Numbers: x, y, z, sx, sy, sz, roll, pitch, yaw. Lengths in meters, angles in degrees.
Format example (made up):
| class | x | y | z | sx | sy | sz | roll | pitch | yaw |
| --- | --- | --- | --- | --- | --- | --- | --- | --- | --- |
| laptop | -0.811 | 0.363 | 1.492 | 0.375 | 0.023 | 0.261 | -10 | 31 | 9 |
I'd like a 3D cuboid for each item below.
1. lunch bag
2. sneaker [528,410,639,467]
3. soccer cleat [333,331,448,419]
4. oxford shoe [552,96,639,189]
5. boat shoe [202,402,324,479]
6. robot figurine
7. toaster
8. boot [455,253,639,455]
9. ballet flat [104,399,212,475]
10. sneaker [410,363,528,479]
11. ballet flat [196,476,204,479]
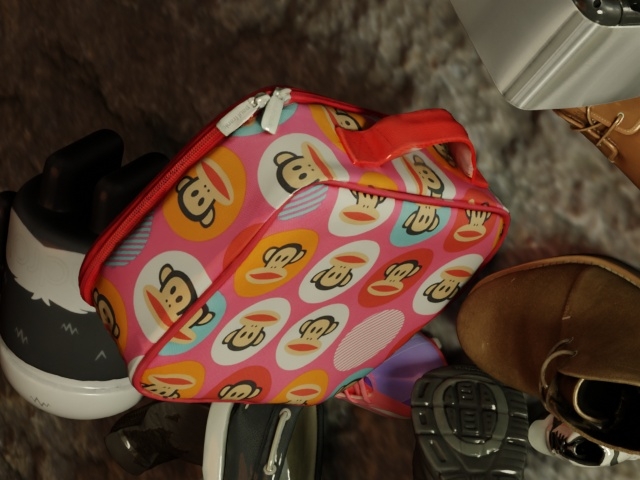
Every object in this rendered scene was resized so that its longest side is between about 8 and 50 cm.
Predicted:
| class | x | y | z | sx | sy | sz | roll | pitch | yaw |
| --- | --- | --- | --- | --- | --- | --- | --- | --- | --- |
| lunch bag | 0.000 | 0.000 | 1.210 | 0.258 | 0.293 | 0.120 | -45 | 62 | 22 |
| sneaker | 0.183 | 0.142 | 1.231 | 0.109 | 0.044 | 0.040 | -6 | 98 | 55 |
| soccer cleat | 0.006 | 0.101 | 1.409 | 0.248 | 0.095 | 0.083 | 16 | 112 | 51 |
| oxford shoe | 0.196 | -0.077 | 1.123 | 0.212 | 0.076 | 0.076 | 53 | 136 | 27 |
| boat shoe | -0.048 | 0.272 | 1.479 | 0.091 | 0.114 | 0.302 | 1 | 93 | 28 |
| robot figurine | -0.215 | 0.037 | 1.624 | 0.209 | 0.174 | 0.278 | -123 | 38 | -51 |
| toaster | 0.173 | -0.174 | 1.049 | 0.185 | 0.168 | 0.110 | 64 | 144 | 20 |
| boot | 0.181 | 0.079 | 1.157 | 0.305 | 0.115 | 0.112 | 12 | 111 | 52 |
| ballet flat | -0.134 | 0.179 | 1.639 | 0.084 | 0.058 | 0.250 | 54 | 148 | -6 |
| sneaker | 0.116 | 0.231 | 1.240 | 0.130 | 0.109 | 0.286 | 90 | -177 | -46 |
| ballet flat | -0.082 | 0.423 | 1.604 | 0.147 | 0.147 | 0.408 | -16 | 86 | 54 |
